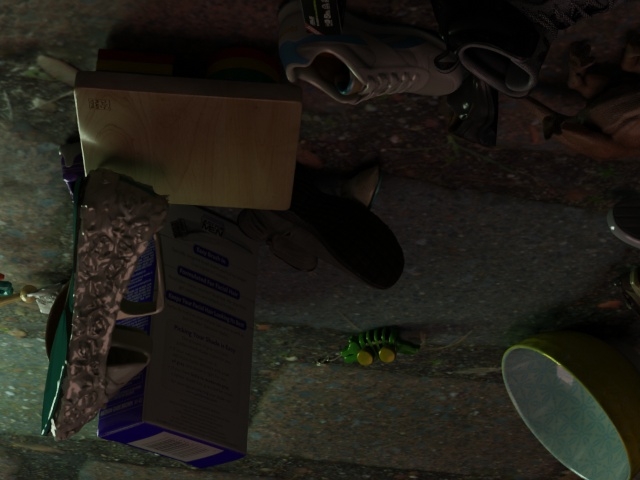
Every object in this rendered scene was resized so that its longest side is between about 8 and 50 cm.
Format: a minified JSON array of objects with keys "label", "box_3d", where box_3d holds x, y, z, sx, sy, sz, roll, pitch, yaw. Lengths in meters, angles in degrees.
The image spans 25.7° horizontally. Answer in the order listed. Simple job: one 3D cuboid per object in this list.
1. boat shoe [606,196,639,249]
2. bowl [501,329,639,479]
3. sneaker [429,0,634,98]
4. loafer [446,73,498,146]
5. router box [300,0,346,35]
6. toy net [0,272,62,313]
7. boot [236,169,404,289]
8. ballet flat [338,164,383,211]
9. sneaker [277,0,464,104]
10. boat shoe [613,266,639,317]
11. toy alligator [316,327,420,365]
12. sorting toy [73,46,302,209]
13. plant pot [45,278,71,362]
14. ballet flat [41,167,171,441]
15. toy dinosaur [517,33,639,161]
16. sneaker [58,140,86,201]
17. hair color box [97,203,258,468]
[{"label":"boat shoe","box_3d":[0.486,-0.002,1.927,0.226,0.083,0.076,9,151,-16]},{"label":"bowl","box_3d":[0.453,0.248,2.309,0.156,0.289,0.289,-36,161,-20]},{"label":"sneaker","box_3d":[0.240,-0.225,1.425,0.268,0.153,0.101,-3,153,10]},{"label":"loafer","box_3d":[0.179,-0.163,1.660,0.061,0.062,0.170,4,152,8]},{"label":"router box","box_3d":[0.006,-0.276,1.375,0.038,0.122,0.092,3,153,7]},{"label":"toy net","box_3d":[-0.478,0.063,2.172,0.232,0.045,0.122,12,150,-23]},{"label":"boot","box_3d":[0.000,0.000,1.898,0.246,0.083,0.161,36,155,10]},{"label":"ballet flat","box_3d":[0.046,-0.052,1.893,0.052,0.057,0.168,13,152,-1]},{"label":"sneaker","box_3d":[0.056,-0.193,1.570,0.229,0.092,0.087,12,150,-22]},{"label":"boat shoe","box_3d":[0.491,0.089,2.146,0.049,0.056,0.152,-8,142,30]},{"label":"toy alligator","box_3d":[0.073,0.175,2.348,0.190,0.056,0.051,-9,109,23]},{"label":"sorting toy","box_3d":[-0.155,-0.142,1.689,0.255,0.089,0.257,4,153,-3]},{"label":"plant pot","box_3d":[-0.280,0.160,2.198,0.215,0.215,0.230,-7,166,17]},{"label":"ballet flat","box_3d":[-0.265,0.099,1.759,0.147,0.147,0.409,8,124,-11]},{"label":"toy dinosaur","box_3d":[0.369,-0.140,1.632,0.296,0.127,0.200,-7,159,29]},{"label":"sneaker","box_3d":[-0.308,-0.065,1.872,0.068,0.071,0.170,-6,153,15]},{"label":"hair color box","box_3d":[-0.192,0.125,1.940,0.110,0.339,0.185,-21,146,40]}]
